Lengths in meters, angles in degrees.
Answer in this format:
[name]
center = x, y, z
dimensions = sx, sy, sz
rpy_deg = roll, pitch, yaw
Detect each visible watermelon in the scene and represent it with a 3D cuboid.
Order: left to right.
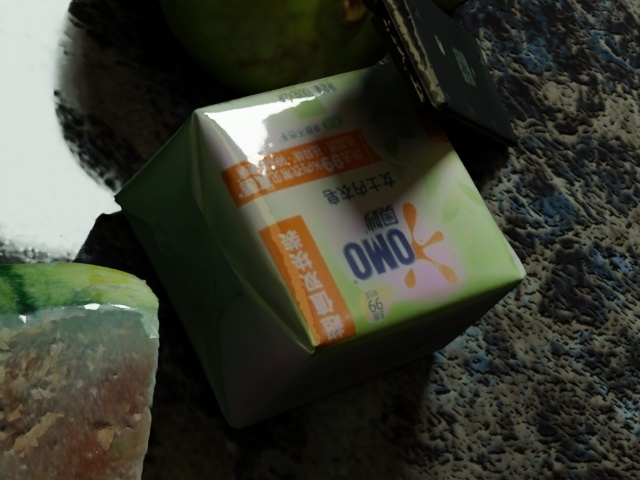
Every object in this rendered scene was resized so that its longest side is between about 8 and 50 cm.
[watermelon]
center = -0.208, 0.121, 1.070
dimensions = 0.262, 0.213, 0.201
rpy_deg = -14, 87, -29

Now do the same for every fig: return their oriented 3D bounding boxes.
[fig]
center = -0.040, -0.213, 1.357
dimensions = 0.203, 0.203, 0.225
rpy_deg = -19, 43, -36

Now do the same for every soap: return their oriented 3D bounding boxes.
[soap]
center = 0.000, 0.000, 1.269
dimensions = 0.199, 0.138, 0.182
rpy_deg = -17, 74, -37

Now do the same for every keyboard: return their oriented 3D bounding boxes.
[keyboard]
center = 0.087, -0.119, 1.334
dimensions = 0.106, 0.027, 0.317
rpy_deg = 68, 13, 8

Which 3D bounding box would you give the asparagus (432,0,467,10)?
[asparagus]
center = 0.050, -0.306, 1.527
dimensions = 0.060, 0.067, 0.277
rpy_deg = -25, 71, -10
